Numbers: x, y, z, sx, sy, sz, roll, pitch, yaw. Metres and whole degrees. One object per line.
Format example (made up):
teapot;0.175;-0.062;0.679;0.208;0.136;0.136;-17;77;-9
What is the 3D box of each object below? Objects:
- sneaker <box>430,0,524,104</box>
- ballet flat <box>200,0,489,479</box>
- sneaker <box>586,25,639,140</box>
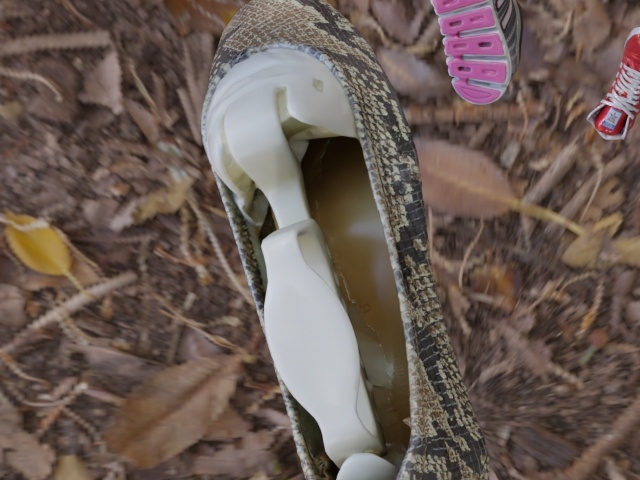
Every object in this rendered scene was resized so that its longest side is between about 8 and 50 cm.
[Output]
sneaker;0.121;-0.192;1.276;0.063;0.075;0.170;-10;94;21
ballet flat;0.000;0.000;1.228;0.164;0.182;0.482;-23;71;20
sneaker;0.274;-0.135;1.463;0.042;0.118;0.067;31;64;19
